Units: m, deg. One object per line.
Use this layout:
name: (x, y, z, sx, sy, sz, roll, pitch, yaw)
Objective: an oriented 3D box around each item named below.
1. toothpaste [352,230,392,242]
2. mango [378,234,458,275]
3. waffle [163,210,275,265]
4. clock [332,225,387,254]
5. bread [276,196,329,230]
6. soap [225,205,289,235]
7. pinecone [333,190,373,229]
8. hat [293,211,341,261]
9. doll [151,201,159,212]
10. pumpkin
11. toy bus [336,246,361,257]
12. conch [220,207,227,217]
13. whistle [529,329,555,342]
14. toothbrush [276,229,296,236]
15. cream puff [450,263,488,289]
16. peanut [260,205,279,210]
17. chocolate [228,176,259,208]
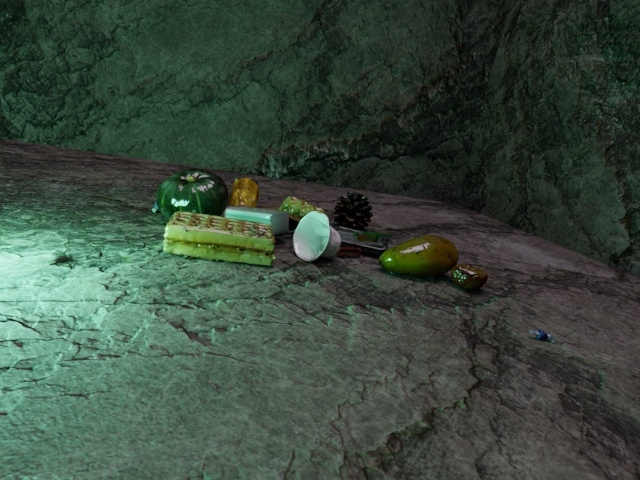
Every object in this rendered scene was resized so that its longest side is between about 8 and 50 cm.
toothpaste: (0.229, -0.014, 2.018, 0.178, 0.037, 0.043, 4, 13, -23)
mango: (0.394, 0.060, 1.812, 0.329, 0.176, 0.176, 2, -28, -31)
waffle: (-0.352, -0.010, 1.646, 0.375, 0.114, 0.261, 7, 12, -12)
clock: (0.166, 0.002, 2.081, 0.278, 0.049, 0.273, 13, 15, 9)
bread: (-0.071, -0.100, 2.097, 0.267, 0.152, 0.129, 26, 41, 37)
soap: (-0.284, -0.087, 1.924, 0.289, 0.095, 0.172, 8, 10, 27)
pinecone: (0.172, -0.161, 2.408, 0.221, 0.222, 0.221, 10, 14, -3)
hat: (0.000, 0.000, 1.784, 0.203, 0.203, 0.126, 25, -2, 45)
doll: (-0.700, -0.144, 2.030, 0.083, 0.051, 0.076, 13, 19, 1)
pumpkin: (-0.533, -0.178, 1.935, 0.299, 0.208, 0.300, -3, 33, 2)
toy bus: (0.118, 0.048, 1.884, 0.110, 0.043, 0.031, 2, 16, -30)
conch: (-0.443, -0.131, 2.075, 0.094, 0.105, 0.176, -30, 39, -28)
whistle: (0.676, 0.290, 1.392, 0.083, 0.029, 0.033, 17, 30, -2)
toothbrush: (-0.199, -0.022, 1.960, 0.297, 0.031, 0.030, -5, 28, -44)
cream puff: (0.571, 0.144, 1.765, 0.148, 0.085, 0.149, 14, 13, -3)
peanut: (-0.254, -0.122, 2.187, 0.093, 0.083, 0.194, 18, 17, 30)
chocolate: (-0.379, -0.207, 2.268, 0.162, 0.162, 0.445, 8, 16, -10)
